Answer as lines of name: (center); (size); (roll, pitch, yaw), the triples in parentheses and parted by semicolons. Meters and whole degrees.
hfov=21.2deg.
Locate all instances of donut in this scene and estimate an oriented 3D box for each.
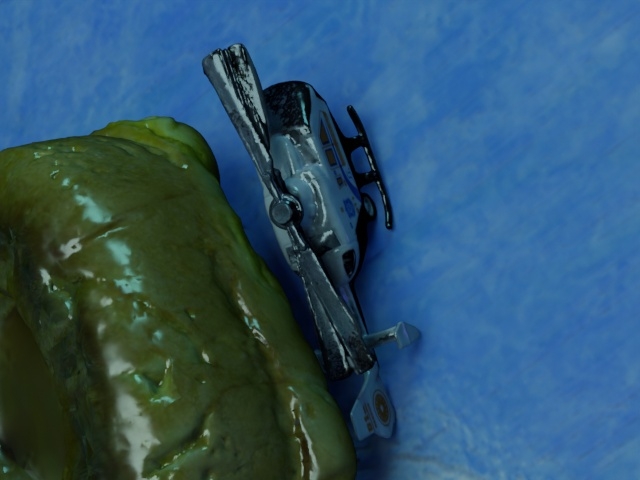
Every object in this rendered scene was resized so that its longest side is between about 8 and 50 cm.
donut: (-0.104, 0.077, 0.811); (0.208, 0.128, 0.261); (-47, 58, 34)

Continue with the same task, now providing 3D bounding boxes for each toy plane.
toy plane: (0.001, 0.001, 0.816); (0.053, 0.078, 0.197); (-19, 87, 23)
